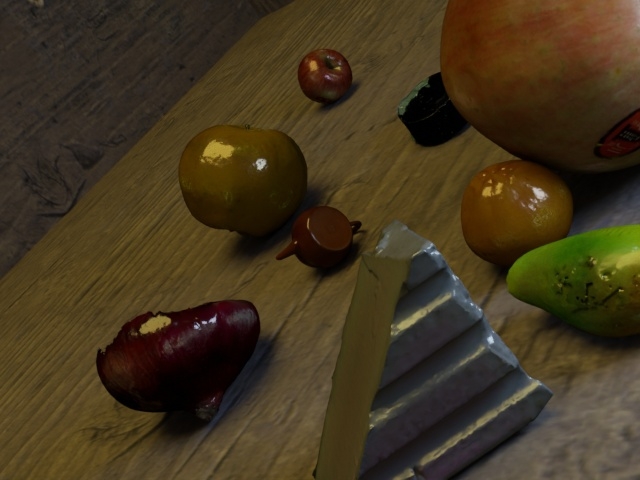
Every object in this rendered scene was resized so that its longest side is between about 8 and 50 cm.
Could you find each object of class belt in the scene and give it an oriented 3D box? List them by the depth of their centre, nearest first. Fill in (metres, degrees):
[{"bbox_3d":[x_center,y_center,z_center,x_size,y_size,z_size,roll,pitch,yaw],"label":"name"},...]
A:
[{"bbox_3d":[0.231,-0.266,1.762,0.151,0.078,0.198,-37,24,12],"label":"belt"}]

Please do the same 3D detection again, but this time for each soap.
[{"bbox_3d":[0.055,0.155,0.974,0.302,0.258,0.159,-37,24,1],"label":"soap"}]

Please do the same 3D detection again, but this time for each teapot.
[{"bbox_3d":[0.000,0.000,1.567,0.173,0.116,0.116,-19,11,-33],"label":"teapot"}]

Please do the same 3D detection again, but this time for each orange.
[{"bbox_3d":[0.264,-0.041,1.204,0.159,0.136,0.159,-28,26,15],"label":"orange"},{"bbox_3d":[-0.164,-0.126,1.844,0.279,0.235,0.279,4,7,-1],"label":"orange"}]

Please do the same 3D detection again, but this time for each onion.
[{"bbox_3d":[-0.211,0.201,1.416,0.272,0.195,0.272,-22,-11,-5],"label":"onion"}]

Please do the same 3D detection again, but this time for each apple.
[{"bbox_3d":[0.355,-0.278,1.217,0.346,0.391,0.391,-5,38,45],"label":"apple"},{"bbox_3d":[0.009,-0.434,2.327,0.146,0.146,0.131,-52,4,-33],"label":"apple"}]

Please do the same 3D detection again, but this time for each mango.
[{"bbox_3d":[0.314,0.047,0.997,0.233,0.111,0.125,-9,29,45],"label":"mango"}]
